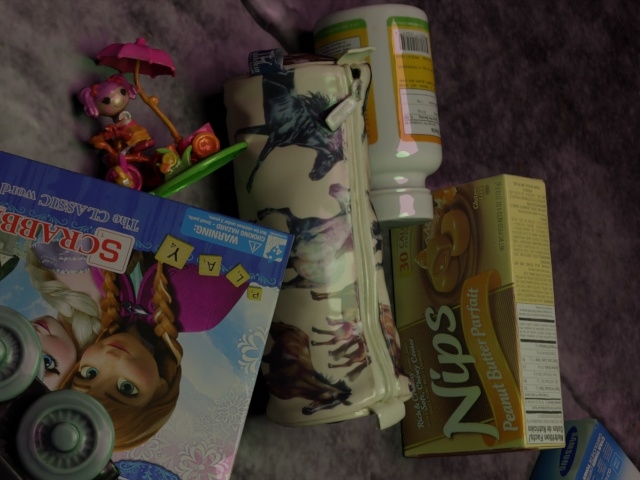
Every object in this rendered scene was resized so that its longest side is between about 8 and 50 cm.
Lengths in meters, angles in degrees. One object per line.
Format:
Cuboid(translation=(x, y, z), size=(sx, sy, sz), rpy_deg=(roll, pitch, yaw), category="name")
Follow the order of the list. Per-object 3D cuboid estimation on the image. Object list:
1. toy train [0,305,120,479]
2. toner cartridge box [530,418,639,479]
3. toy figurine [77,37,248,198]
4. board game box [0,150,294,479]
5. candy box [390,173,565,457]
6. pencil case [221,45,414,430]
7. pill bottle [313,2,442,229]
Cuboid(translation=(-0.301, 0.134, 1.243), size=(0.190, 0.142, 0.334), rpy_deg=(-41, 88, -15), category="toy train")
Cuboid(translation=(0.313, 0.414, 2.004), size=(0.165, 0.075, 0.348), rpy_deg=(50, 49, -28), category="toner cartridge box")
Cuboid(translation=(-0.186, -0.121, 1.593), size=(0.173, 0.130, 0.159), rpy_deg=(-31, 90, -21), category="toy figurine")
Cuboid(translation=(-0.213, 0.100, 1.396), size=(0.318, 0.066, 0.318), rpy_deg=(15, 65, -4), category="board game box")
Cuboid(translation=(0.182, 0.094, 1.856), size=(0.087, 0.183, 0.317), rpy_deg=(5, 78, -45), category="candy box")
Cuboid(translation=(0.000, 0.000, 1.684), size=(0.159, 0.183, 0.410), rpy_deg=(-6, 86, -33), category="pencil case")
Cuboid(translation=(0.069, -0.140, 1.822), size=(0.136, 0.136, 0.246), rpy_deg=(1, 81, -46), category="pill bottle")
